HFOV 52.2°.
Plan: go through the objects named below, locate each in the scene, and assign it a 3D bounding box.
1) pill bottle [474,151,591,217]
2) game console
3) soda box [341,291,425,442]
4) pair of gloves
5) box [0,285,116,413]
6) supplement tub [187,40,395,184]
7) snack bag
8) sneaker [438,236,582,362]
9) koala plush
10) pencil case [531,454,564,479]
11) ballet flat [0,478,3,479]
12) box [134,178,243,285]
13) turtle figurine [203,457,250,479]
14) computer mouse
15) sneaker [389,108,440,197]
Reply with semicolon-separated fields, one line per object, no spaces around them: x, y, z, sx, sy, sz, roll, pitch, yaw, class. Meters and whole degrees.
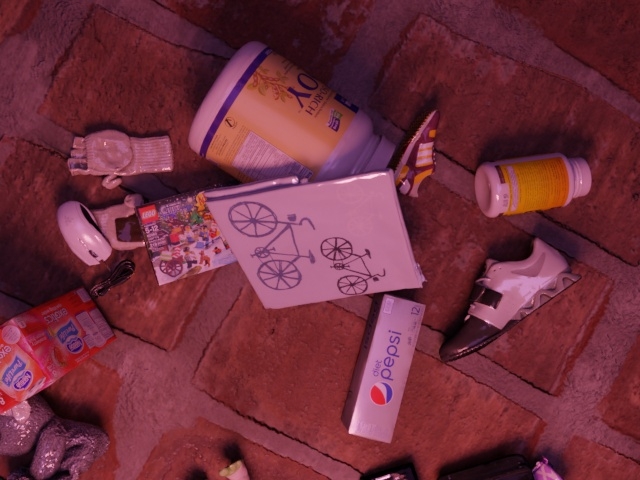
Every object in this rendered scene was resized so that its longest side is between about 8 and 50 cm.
0.437;-0.117;1.347;0.215;0.117;0.117;-8;91;-6;pill bottle
0.265;0.546;1.328;0.362;0.044;0.213;-17;79;2;game console
0.125;0.251;1.324;0.091;0.098;0.286;15;89;-7;soda box
-0.399;-0.100;1.294;0.204;0.042;0.239;3;89;-6;pair of gloves
-0.493;0.187;1.169;0.123;0.257;0.128;-32;94;9;box
-0.052;-0.188;1.232;0.331;0.241;0.241;33;87;-6;supplement tub
0.000;0.000;1.197;0.343;0.037;0.323;-10;134;14;snack bag
0.359;0.120;1.353;0.331;0.122;0.146;-36;76;-4;sneaker
-0.534;0.361;1.216;0.203;0.196;0.221;-38;93;-24;koala plush
0.422;0.546;1.363;0.206;0.086;0.088;-40;95;-4;pencil case
-0.679;0.473;1.256;0.231;0.077;0.077;40;107;-2;ballet flat
-0.229;-0.021;1.289;0.233;0.044;0.159;-18;93;-17;box
-0.159;0.571;1.227;0.275;0.198;0.266;-17;70;-46;turtle figurine
-0.447;0.014;1.263;0.106;0.042;0.193;-29;105;9;computer mouse
0.210;-0.180;1.353;0.084;0.069;0.185;29;93;-14;sneaker
